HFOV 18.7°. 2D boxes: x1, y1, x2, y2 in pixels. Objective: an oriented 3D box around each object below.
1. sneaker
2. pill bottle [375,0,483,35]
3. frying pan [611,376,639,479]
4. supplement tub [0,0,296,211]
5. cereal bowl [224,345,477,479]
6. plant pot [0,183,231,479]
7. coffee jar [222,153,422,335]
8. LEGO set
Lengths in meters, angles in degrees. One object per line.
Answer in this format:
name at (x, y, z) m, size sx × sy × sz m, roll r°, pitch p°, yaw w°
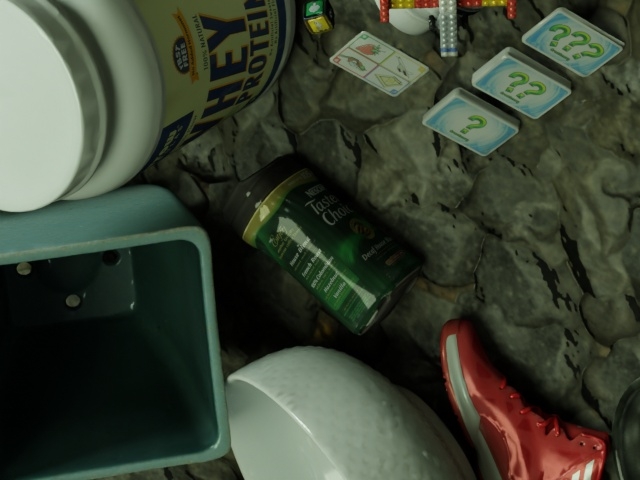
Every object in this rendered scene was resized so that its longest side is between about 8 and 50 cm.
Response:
sneaker at (0.199, 0.165, 1.818) m, size 0.128 × 0.087 × 0.221 m, roll -19°, pitch 95°, yaw 13°
pill bottle at (0.124, -0.243, 1.635) m, size 0.169 × 0.094 × 0.094 m, roll -33°, pitch 93°, yaw 40°
frying pan at (0.364, 0.188, 1.663) m, size 0.326 × 0.053 × 0.197 m, roll -32°, pitch 79°, yaw 57°
supplement tub at (-0.195, -0.176, 1.727) m, size 0.235 × 0.325 × 0.235 m, roll 15°, pitch 120°, yaw 27°
cereal bowl at (0.053, 0.239, 1.851) m, size 0.339 × 0.141 × 0.339 m, roll 48°, pitch 159°, yaw 26°
plant pot at (-0.237, 0.067, 1.909) m, size 0.247 × 0.252 × 0.247 m, roll -8°, pitch 115°, yaw -9°
coffee jar at (0.000, 0.000, 1.835) m, size 0.184 × 0.096 × 0.079 m, roll 39°, pitch 125°, yaw 10°
LEGO set at (0.109, -0.156, 1.631) m, size 0.244 × 0.060 × 0.182 m, roll 27°, pitch 136°, yaw -29°
